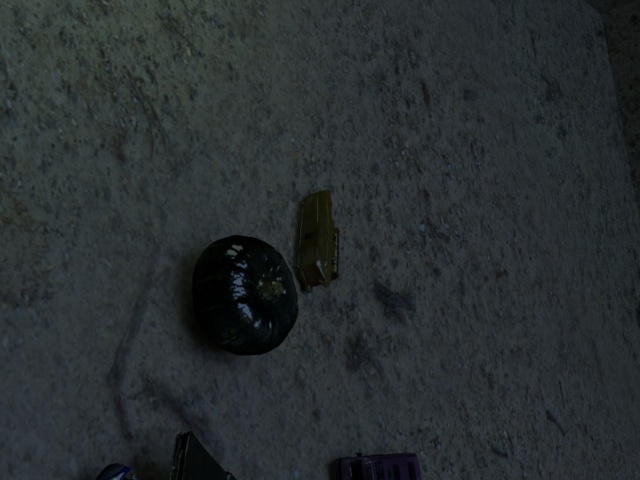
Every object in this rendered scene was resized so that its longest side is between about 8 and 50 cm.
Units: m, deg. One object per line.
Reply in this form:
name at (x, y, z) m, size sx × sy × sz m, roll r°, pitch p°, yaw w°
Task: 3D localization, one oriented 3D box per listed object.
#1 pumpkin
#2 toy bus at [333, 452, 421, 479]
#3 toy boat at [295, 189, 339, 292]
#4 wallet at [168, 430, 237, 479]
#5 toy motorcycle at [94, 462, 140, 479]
pumpkin at (-0.126, 0.093, 1.524) m, size 0.211 × 0.152 × 0.211 m, roll 42°, pitch 32°, yaw -34°
toy bus at (0.110, 0.448, 1.704) m, size 0.178 × 0.098 × 0.086 m, roll 10°, pitch 68°, yaw -47°
toy boat at (0.000, 0.000, 1.786) m, size 0.088 × 0.068 × 0.225 m, roll 34°, pitch 48°, yaw -44°
wallet at (-0.143, 0.441, 1.347) m, size 0.169 × 0.044 × 0.317 m, roll -89°, pitch 156°, yaw -48°
toy motorcycle at (-0.252, 0.417, 1.283) m, size 0.315 × 0.113 × 0.168 m, roll 34°, pitch 41°, yaw -49°
